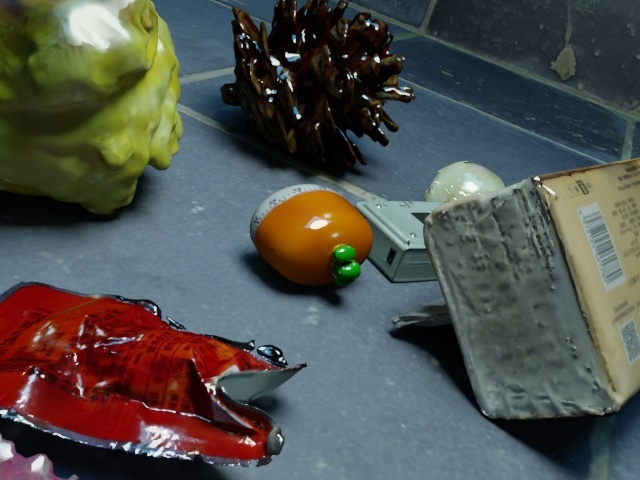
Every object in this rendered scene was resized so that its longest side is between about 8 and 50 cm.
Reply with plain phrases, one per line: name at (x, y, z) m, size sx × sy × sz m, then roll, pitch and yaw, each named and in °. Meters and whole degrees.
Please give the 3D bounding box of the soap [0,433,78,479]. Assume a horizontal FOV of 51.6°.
soap at (-0.159, 0.211, 0.187) m, size 0.220 × 0.127 × 0.325 m, roll 21°, pitch 24°, yaw -1°

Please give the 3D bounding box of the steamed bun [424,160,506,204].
steamed bun at (0.223, -0.066, 0.982) m, size 0.112 × 0.090 × 0.130 m, roll 36°, pitch 31°, yaw 26°

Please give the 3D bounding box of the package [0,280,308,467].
package at (-0.148, 0.091, 0.494) m, size 0.270 × 0.071 × 0.194 m, roll 17°, pitch 13°, yaw 4°

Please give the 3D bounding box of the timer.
timer at (0.000, 0.000, 0.713) m, size 0.136 × 0.099 × 0.136 m, roll 4°, pitch 32°, yaw -2°

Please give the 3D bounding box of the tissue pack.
tissue pack at (0.243, 0.045, 0.713) m, size 0.306 × 0.238 × 0.238 m, roll -13°, pitch 41°, yaw -46°

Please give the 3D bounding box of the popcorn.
popcorn at (-0.282, -0.179, 0.684) m, size 0.312 × 0.312 × 0.312 m, roll 15°, pitch 28°, yaw -8°

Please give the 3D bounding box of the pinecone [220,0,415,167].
pinecone at (-0.004, -0.245, 1.005) m, size 0.296 × 0.242 × 0.298 m, roll 13°, pitch 22°, yaw -7°

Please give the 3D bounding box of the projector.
projector at (0.124, -0.006, 0.845) m, size 0.147 × 0.061 × 0.115 m, roll -2°, pitch 32°, yaw -36°
